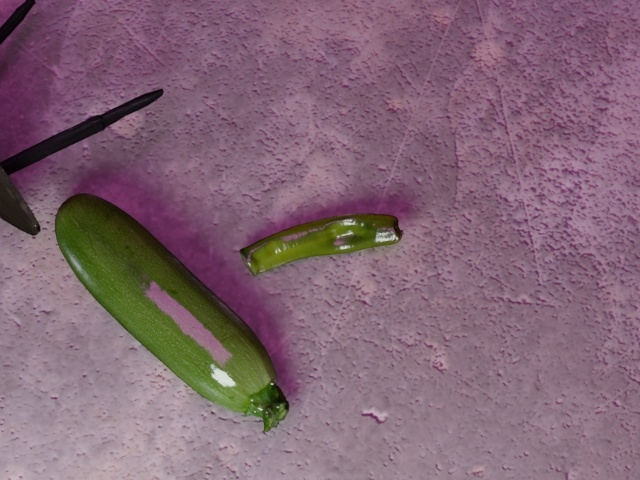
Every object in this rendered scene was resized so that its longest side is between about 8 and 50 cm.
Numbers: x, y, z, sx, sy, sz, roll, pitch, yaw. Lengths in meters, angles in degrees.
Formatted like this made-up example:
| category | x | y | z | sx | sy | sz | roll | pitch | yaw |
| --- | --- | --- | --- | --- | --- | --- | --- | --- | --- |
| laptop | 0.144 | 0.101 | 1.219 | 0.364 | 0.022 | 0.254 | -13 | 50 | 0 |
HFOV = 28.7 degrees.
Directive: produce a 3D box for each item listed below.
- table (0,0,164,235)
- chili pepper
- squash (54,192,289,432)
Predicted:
| category | x | y | z | sx | sy | sz | roll | pitch | yaw |
| --- | --- | --- | --- | --- | --- | --- | --- | --- | --- |
| table | -0.380 | -0.220 | 1.515 | 0.317 | 0.317 | 0.249 | 39 | 69 | 16 |
| chili pepper | 0.000 | 0.000 | 1.541 | 0.201 | 0.050 | 0.052 | -12 | 84 | 0 |
| squash | -0.186 | 0.076 | 1.489 | 0.107 | 0.107 | 0.395 | -43 | 73 | -14 |
